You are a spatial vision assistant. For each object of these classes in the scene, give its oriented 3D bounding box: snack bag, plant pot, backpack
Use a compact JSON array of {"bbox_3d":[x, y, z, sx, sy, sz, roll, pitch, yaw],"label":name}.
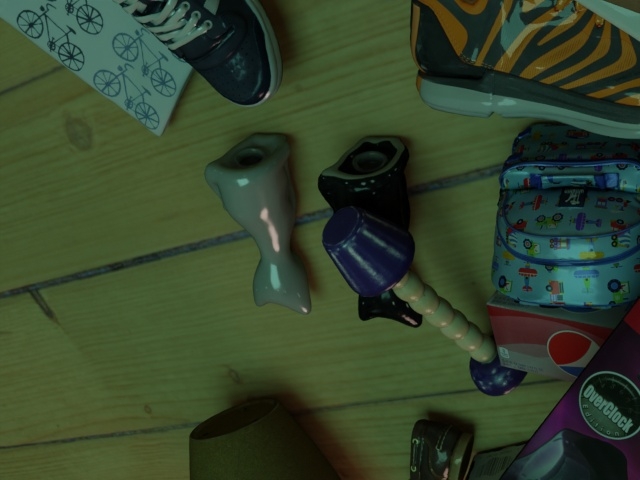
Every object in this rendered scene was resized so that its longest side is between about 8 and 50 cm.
[{"bbox_3d":[-0.218,-0.313,0.966,0.323,0.037,0.342,39,129,-1],"label":"snack bag"},{"bbox_3d":[-0.065,0.336,1.211,0.237,0.237,0.254,-17,97,33],"label":"plant pot"},{"bbox_3d":[0.223,-0.018,0.852,0.158,0.173,0.117,4,122,25],"label":"backpack"}]

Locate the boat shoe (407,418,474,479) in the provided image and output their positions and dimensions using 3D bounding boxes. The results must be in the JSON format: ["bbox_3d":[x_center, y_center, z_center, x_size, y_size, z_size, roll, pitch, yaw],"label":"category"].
[{"bbox_3d":[0.134,0.300,1.171,0.073,0.073,0.207,15,119,19],"label":"boat shoe"}]

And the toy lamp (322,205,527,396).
[{"bbox_3d":[0.105,0.059,0.962,0.080,0.080,0.274,-21,134,35],"label":"toy lamp"}]

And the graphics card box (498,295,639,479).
[{"bbox_3d":[0.310,0.165,0.767,0.233,0.094,0.371,43,125,23],"label":"graphics card box"}]

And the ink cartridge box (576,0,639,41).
[{"bbox_3d":[0.151,-0.300,0.573,0.279,0.385,0.160,32,126,4],"label":"ink cartridge box"}]

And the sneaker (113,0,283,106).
[{"bbox_3d":[-0.149,-0.223,0.870,0.099,0.153,0.282,-25,105,30],"label":"sneaker"}]

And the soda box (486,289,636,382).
[{"bbox_3d":[0.292,0.085,0.897,0.263,0.092,0.083,9,131,38],"label":"soda box"}]

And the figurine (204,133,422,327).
[{"bbox_3d":[0.000,0.000,1.035,0.214,0.092,0.209,5,126,25],"label":"figurine"}]

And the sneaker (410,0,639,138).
[{"bbox_3d":[0.217,-0.187,0.777,0.321,0.124,0.180,6,124,23],"label":"sneaker"}]

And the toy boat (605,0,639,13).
[{"bbox_3d":[0.162,-0.156,0.346,0.231,0.151,0.151,23,96,9],"label":"toy boat"}]

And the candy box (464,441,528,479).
[{"bbox_3d":[0.297,0.293,1.083,0.233,0.071,0.159,-24,108,35],"label":"candy box"}]
